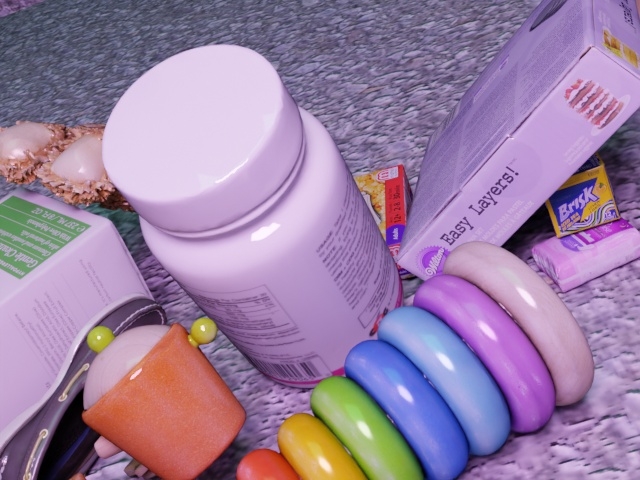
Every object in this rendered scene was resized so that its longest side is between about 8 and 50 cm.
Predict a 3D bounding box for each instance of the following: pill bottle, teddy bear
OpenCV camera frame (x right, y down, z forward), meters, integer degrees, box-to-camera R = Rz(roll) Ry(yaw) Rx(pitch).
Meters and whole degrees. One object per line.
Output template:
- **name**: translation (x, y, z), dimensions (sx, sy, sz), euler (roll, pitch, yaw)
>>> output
- **pill bottle**: translation (-0.043, -0.009, 0.721), dimensions (0.160, 0.283, 0.160), euler (-10, 55, 15)
- **teddy bear**: translation (-0.206, -0.071, 1.011), dimensions (0.245, 0.113, 0.338), euler (8, 8, 13)

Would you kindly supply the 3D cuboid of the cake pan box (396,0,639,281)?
- **cake pan box**: translation (0.175, -0.106, 0.825), dimensions (0.267, 0.070, 0.246), euler (-51, 8, 33)

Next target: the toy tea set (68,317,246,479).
- **toy tea set**: translation (-0.197, 0.182, 0.651), dimensions (0.336, 0.124, 0.200), euler (-47, 6, -31)

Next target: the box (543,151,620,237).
- **box**: translation (0.229, -0.065, 0.851), dimensions (0.059, 0.054, 0.169), euler (-19, 20, 13)

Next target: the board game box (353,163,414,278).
- **board game box**: translation (0.000, 0.000, 0.937), dimensions (0.193, 0.045, 0.147), euler (-15, 32, 12)

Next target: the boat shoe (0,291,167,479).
- **boat shoe**: translation (-0.203, 0.143, 0.823), dimensions (0.068, 0.081, 0.228), euler (9, 50, 36)

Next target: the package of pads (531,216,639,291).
- **package of pads**: translation (0.232, 0.009, 0.792), dimensions (0.083, 0.032, 0.050), euler (-24, 31, -4)

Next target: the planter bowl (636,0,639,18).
- **planter bowl**: translation (0.395, -0.211, 0.947), dimensions (0.162, 0.109, 0.162), euler (-16, 32, 10)

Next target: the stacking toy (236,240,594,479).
- **stacking toy**: translation (0.027, 0.145, 0.635), dimensions (0.330, 0.141, 0.141), euler (-36, 34, -13)

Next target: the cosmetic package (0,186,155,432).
- **cosmetic package**: translation (-0.355, 0.124, 0.871), dimensions (0.197, 0.155, 0.365), euler (16, 47, 42)
